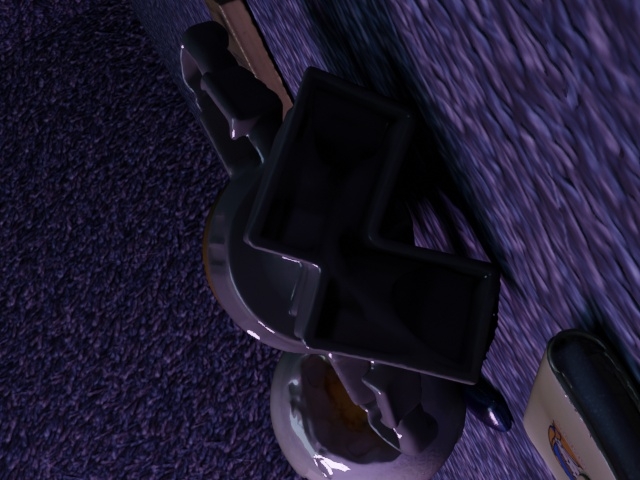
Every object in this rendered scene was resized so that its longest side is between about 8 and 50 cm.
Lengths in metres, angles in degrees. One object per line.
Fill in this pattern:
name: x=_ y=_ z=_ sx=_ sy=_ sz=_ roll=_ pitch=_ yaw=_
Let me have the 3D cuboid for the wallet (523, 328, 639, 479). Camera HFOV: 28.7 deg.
wallet: x=0.155 y=0.117 z=0.687 sx=0.155 sy=0.039 sz=0.110 roll=76 pitch=168 yaw=-69

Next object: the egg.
egg: x=0.046 y=0.152 z=1.166 sx=0.183 sy=0.183 sz=0.217 roll=60 pitch=-175 yaw=14

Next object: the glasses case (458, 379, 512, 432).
glasses case: x=0.137 y=0.139 z=1.058 sx=0.033 sy=0.023 sz=0.083 roll=65 pitch=175 yaw=-15

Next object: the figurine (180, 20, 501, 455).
figurine: x=-0.002 y=0.000 z=0.896 sx=0.285 sy=0.167 sz=0.342 roll=168 pitch=93 yaw=-76

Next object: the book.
book: x=-0.060 y=-0.166 z=1.353 sx=0.230 sy=0.026 sz=0.161 roll=64 pitch=175 yaw=-22
